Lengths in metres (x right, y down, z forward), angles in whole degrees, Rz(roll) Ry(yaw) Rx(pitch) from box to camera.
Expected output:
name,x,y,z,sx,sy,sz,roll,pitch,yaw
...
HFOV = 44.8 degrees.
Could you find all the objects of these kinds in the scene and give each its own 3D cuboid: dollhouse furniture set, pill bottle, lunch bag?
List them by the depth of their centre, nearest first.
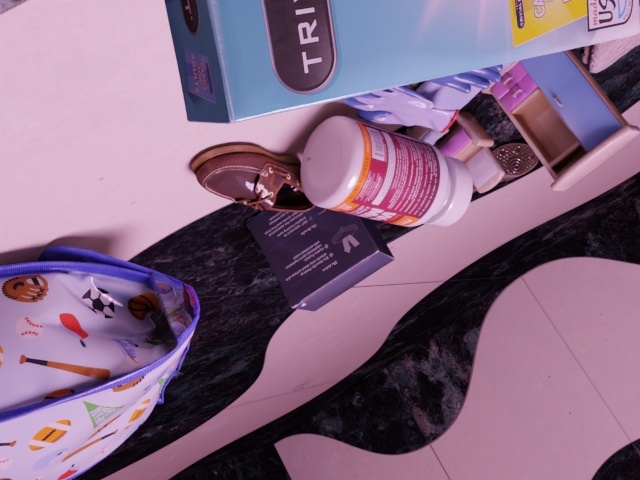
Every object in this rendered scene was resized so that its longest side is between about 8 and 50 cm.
name,x,y,z,sx,sy,sz,roll,pitch,yaw
lunch bag,-0.365,0.178,0.981,0.386,0.238,0.328,-10,152,-29
pill bottle,0.093,-0.085,1.045,0.221,0.121,0.121,11,139,-35
dollhouse furniture set,0.232,-0.157,1.051,0.303,0.198,0.286,-5,149,-50

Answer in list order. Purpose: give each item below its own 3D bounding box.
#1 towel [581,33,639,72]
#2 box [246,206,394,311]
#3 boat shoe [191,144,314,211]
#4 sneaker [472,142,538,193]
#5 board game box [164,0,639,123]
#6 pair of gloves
name,x,y,z,sx,sy,sz,roll,pitch,yaw
towel,0.478,-0.356,1.137,0.187,0.049,0.282,-33,161,6
box,0.000,0.000,1.171,0.156,0.158,0.093,-34,161,13
boat shoe,-0.075,-0.074,1.005,0.073,0.073,0.207,-36,159,32
sneaker,0.318,-0.133,1.474,0.188,0.066,0.071,-20,176,-13
board game box,0.057,-0.233,0.501,0.336,0.253,0.079,-18,-163,-25
pair of gloves,0.118,-0.190,0.927,0.159,0.023,0.198,13,154,-15
